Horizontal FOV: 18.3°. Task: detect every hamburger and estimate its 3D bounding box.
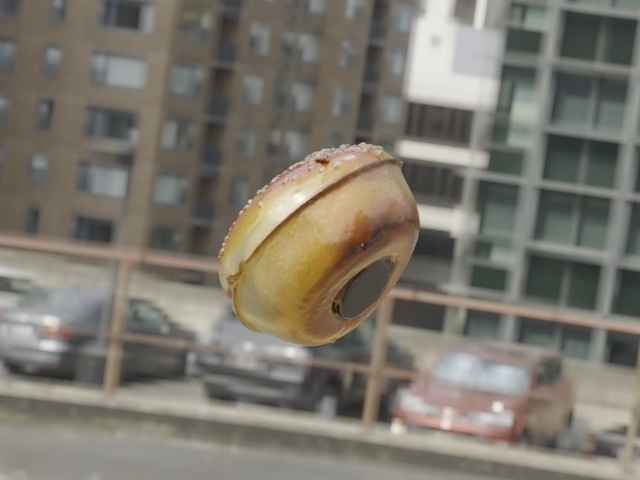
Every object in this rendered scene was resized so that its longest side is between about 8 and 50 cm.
[{"bbox_3d":[-0.003,0.001,1.953,0.147,0.237,0.237,43,18,21],"label":"hamburger"}]
